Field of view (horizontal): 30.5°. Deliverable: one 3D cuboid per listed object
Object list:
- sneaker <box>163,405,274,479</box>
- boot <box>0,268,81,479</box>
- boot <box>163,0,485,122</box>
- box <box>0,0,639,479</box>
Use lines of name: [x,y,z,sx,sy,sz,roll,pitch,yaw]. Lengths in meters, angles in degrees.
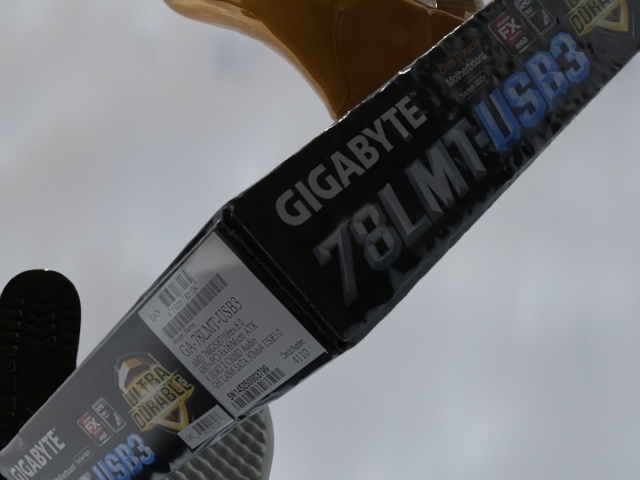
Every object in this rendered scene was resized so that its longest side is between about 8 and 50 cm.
sneaker: [-0.100,0.196,0.775,0.127,0.126,0.321,-48,-142,34]
boot: [-0.198,0.136,0.801,0.077,0.137,0.198,12,-118,-8]
boot: [0.017,-0.138,0.969,0.295,0.104,0.211,-2,-109,-13]
box: [0.000,0.000,0.586,0.073,0.293,0.295,49,-129,-2]
